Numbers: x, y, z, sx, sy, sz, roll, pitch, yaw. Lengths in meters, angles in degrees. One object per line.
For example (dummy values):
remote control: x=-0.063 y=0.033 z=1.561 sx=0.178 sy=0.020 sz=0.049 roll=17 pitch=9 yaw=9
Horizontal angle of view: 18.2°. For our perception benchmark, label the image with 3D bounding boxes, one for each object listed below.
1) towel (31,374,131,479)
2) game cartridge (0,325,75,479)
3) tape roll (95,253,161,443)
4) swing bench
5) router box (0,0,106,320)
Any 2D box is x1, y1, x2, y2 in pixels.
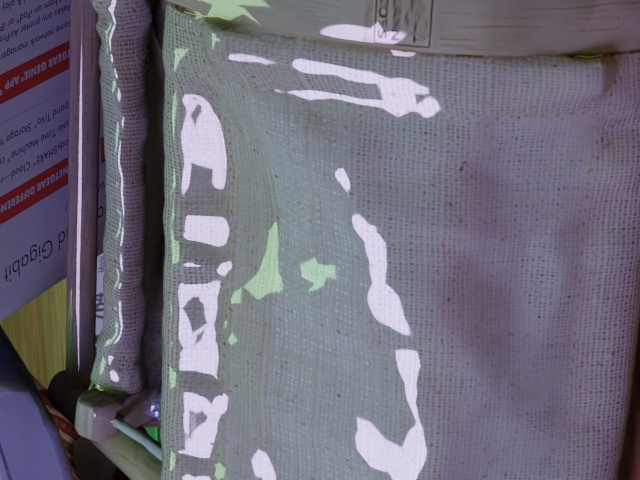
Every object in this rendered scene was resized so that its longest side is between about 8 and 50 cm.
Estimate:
towel: x=-0.076 y=0.215 z=0.987 sx=0.329 sy=0.037 sz=0.237 roll=26 pitch=130 yaw=60
game cartridge: x=-0.124 y=0.179 z=0.914 sx=0.196 sy=0.060 sz=0.294 roll=-155 pitch=49 yaw=-68
tape roll: x=-0.101 y=0.076 z=1.298 sx=0.321 sy=0.077 sz=0.321 roll=176 pitch=90 yaw=-75
swing bench: x=0.000 y=0.000 z=0.716 sx=0.255 sy=0.165 sz=0.253 roll=-124 pitch=33 yaw=-63
router box: x=-0.110 y=-0.148 z=0.845 sx=0.335 sy=0.082 sz=0.301 roll=-37 pitch=-44 yaw=-54
